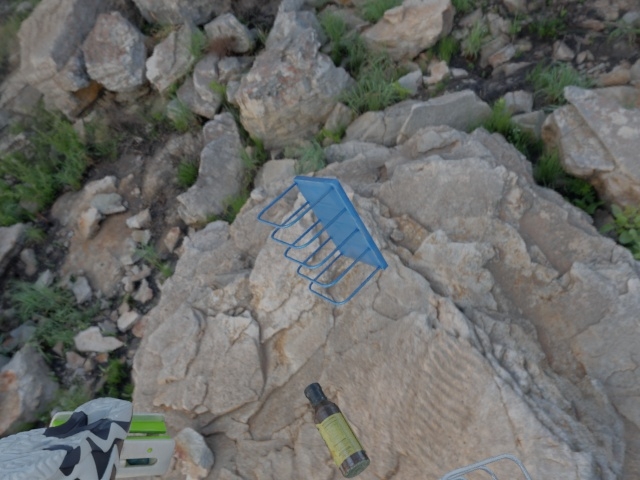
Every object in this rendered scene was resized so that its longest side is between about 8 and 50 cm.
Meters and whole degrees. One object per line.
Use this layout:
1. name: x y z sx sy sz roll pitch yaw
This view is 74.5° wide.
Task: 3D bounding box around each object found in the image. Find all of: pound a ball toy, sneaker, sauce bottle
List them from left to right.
1. sneaker: -0.344 0.318 0.542 0.094 0.235 0.153 5 93 10
2. pound a ball toy: -0.516 0.521 0.989 0.208 0.319 0.135 26 97 53
3. sauce bottle: 0.047 0.667 1.514 0.111 0.111 0.344 -34 45 -5

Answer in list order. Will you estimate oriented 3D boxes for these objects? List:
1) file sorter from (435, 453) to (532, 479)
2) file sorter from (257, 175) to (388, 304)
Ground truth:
1. file sorter: 0.223 0.491 0.687 0.193 0.277 0.173 1 48 -29
2. file sorter: 0.000 0.000 0.653 0.104 0.170 0.118 -43 29 -18
